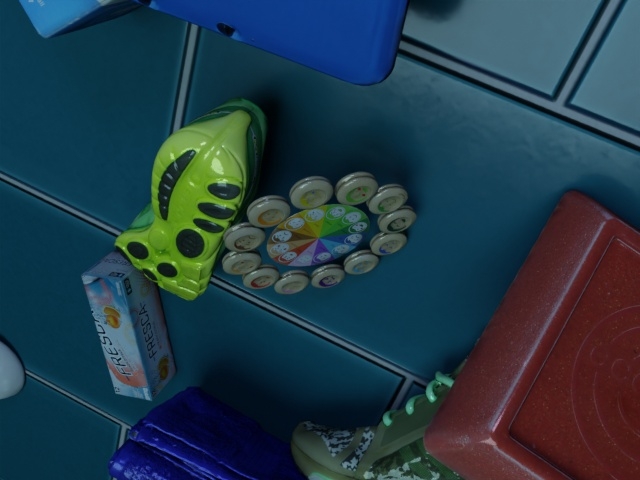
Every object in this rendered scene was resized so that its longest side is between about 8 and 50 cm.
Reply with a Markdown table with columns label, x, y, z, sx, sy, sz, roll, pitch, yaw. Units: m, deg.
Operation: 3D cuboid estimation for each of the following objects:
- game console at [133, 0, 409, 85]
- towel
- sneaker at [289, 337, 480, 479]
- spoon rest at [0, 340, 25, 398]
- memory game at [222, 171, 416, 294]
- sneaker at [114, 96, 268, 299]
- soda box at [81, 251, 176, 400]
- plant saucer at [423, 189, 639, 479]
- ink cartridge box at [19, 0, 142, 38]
| label | x | y | z | sx | sy | sz | roll | pitch | yaw |
| --- | --- | --- | --- | --- | --- | --- | --- | --- | --- |
| game console | -0.053 | -0.270 | 0.358 | 0.293 | 0.173 | 0.250 | 23 | 91 | 8 |
| towel | -0.057 | 0.272 | 0.711 | 0.308 | 0.228 | 0.076 | 28 | 97 | 6 |
| sneaker | 0.148 | 0.193 | 0.644 | 0.411 | 0.158 | 0.181 | -4 | 76 | 35 |
| spoon rest | -0.584 | 0.164 | 0.953 | 0.277 | 0.084 | 0.137 | 20 | 125 | -5 |
| memory game | 0.000 | 0.000 | 0.573 | 0.186 | 0.012 | 0.186 | -12 | 149 | -8 |
| sneaker | -0.120 | -0.031 | 0.626 | 0.109 | 0.123 | 0.295 | 39 | 143 | -7 |
| soda box | -0.234 | 0.108 | 0.773 | 0.058 | 0.063 | 0.183 | 5 | 119 | 20 |
| plant saucer | 0.253 | 0.121 | 0.479 | 0.259 | 0.259 | 0.047 | 35 | 164 | 2 |
| ink cartridge box | -0.124 | -0.321 | 0.452 | 0.308 | 0.129 | 0.223 | -16 | 110 | 28 |
